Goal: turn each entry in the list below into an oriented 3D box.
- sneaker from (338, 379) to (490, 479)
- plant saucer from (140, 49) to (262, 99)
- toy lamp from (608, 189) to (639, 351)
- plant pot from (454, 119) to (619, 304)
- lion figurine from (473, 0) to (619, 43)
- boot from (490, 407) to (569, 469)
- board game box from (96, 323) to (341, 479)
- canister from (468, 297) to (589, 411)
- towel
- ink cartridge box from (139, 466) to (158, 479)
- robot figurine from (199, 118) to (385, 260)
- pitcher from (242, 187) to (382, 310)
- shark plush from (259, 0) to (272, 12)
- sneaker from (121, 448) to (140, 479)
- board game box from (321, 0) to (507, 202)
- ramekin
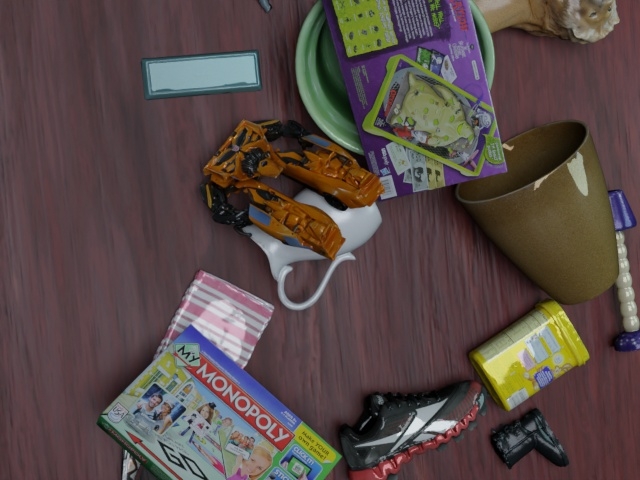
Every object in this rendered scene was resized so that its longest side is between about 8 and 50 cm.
[{"bbox_3d":[0.148,0.293,1.926,0.276,0.097,0.135,-30,100,-8],"label":"sneaker"},{"bbox_3d":[-0.190,-0.268,1.879,0.192,0.018,0.067,-6,93,-11],"label":"plant saucer"},{"bbox_3d":[0.519,0.050,2.008,0.080,0.080,0.275,-14,96,-11],"label":"toy lamp"},{"bbox_3d":[0.384,-0.030,1.918,0.237,0.237,0.254,-36,109,-9],"label":"plant pot"},{"bbox_3d":[0.284,-0.396,1.931,0.392,0.142,0.240,-19,104,3],"label":"lion figurine"},{"bbox_3d":[0.356,0.357,2.000,0.099,0.045,0.121,-32,91,-12],"label":"boot"},{"bbox_3d":[-0.152,0.305,1.782,0.317,0.046,0.213,40,57,5],"label":"board game box"},{"bbox_3d":[0.351,0.195,1.980,0.170,0.073,0.126,-33,98,-8],"label":"canister"},{"bbox_3d":[-0.178,0.164,1.890,0.144,0.029,0.197,27,86,-11],"label":"towel"},{"bbox_3d":[-0.125,0.541,1.845,0.384,0.160,0.279,15,88,-11],"label":"ink cartridge box"},{"bbox_3d":[-0.056,-0.093,1.804,0.291,0.085,0.211,27,72,31],"label":"robot figurine"},{"bbox_3d":[0.000,0.000,1.876,0.207,0.125,0.178,-26,97,-1],"label":"pitcher"},{"bbox_3d":[-0.137,-0.437,1.883,0.067,0.073,0.161,-39,121,11],"label":"shark plush"},{"bbox_3d":[-0.296,0.348,1.865,0.043,0.040,0.109,6,91,-14],"label":"sneaker"},{"bbox_3d":[0.142,-0.241,1.743,0.208,0.056,0.347,-11,114,12],"label":"board game box"},{"bbox_3d":[0.114,-0.293,1.827,0.303,0.148,0.303,1,115,2],"label":"ramekin"}]
